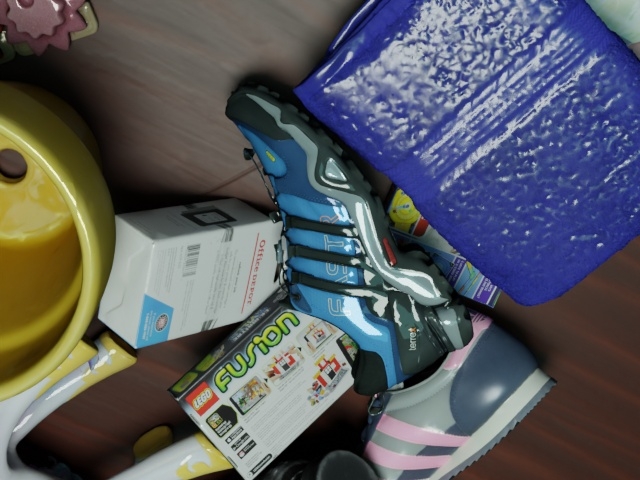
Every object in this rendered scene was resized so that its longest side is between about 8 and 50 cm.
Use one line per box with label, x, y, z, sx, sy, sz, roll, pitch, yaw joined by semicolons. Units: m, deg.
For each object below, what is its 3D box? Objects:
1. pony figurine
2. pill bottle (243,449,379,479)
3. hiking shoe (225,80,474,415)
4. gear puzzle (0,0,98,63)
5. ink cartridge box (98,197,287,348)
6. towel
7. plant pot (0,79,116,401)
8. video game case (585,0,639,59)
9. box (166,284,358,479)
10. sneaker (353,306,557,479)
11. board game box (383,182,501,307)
pony figurine;-0.318;0.235;0.943;0.363;0.303;0.351;-45;115;0
pill bottle;-0.044;0.284;0.959;0.219;0.123;0.123;-34;109;33
hiking shoe;0.000;0.000;0.871;0.132;0.113;0.304;-39;87;4
gear puzzle;-0.377;-0.201;0.853;0.339;0.044;0.175;-16;118;7
ink cartridge box;-0.107;0.024;0.915;0.060;0.180;0.104;29;116;35
towel;0.159;-0.107;0.853;0.308;0.076;0.227;43;112;-15
plant pot;-0.286;-0.029;0.828;0.254;0.239;0.254;0;113;0
video game case;0.302;-0.207;0.871;0.201;0.023;0.183;-26;109;10
box;-0.029;0.114;0.944;0.207;0.036;0.114;-41;110;-13
sneaker;0.082;0.194;1.006;0.319;0.112;0.131;-44;79;20
board game box;0.141;-0.050;0.928;0.136;0.035;0.201;21;110;-8
